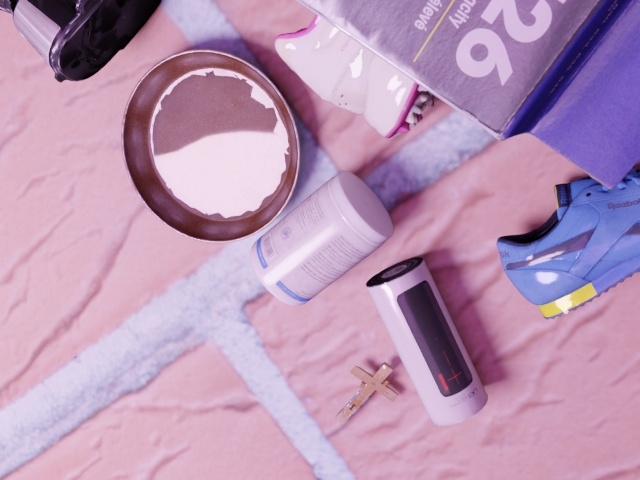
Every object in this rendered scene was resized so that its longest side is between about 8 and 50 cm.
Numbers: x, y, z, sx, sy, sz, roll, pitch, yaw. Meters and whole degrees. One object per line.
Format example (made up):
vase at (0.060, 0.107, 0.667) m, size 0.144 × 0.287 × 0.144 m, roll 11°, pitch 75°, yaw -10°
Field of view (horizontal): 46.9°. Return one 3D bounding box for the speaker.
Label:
speaker at (0.091, 0.086, 0.626) m, size 0.055 × 0.055 × 0.136 m, roll -23°, pitch 98°, yaw 22°

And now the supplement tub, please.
supplement tub at (0.000, 0.000, 0.620) m, size 0.107 × 0.071 × 0.071 m, roll -37°, pitch 92°, yaw 23°

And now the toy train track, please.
toy train track at (0.040, 0.139, 0.680) m, size 0.048 × 0.014 × 0.083 m, roll 35°, pitch 119°, yaw -3°

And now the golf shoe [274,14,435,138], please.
golf shoe at (0.062, -0.229, 0.513) m, size 0.140 × 0.115 × 0.306 m, roll 27°, pitch 111°, yaw 12°

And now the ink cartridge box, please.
ink cartridge box at (0.130, -0.216, 0.393) m, size 0.307 × 0.072 × 0.304 m, roll 34°, pitch 118°, yaw 2°

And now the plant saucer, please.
plant saucer at (-0.094, -0.082, 0.648) m, size 0.168 × 0.029 × 0.168 m, roll 5°, pitch 108°, yaw 16°

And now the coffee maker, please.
coffee maker at (-0.219, -0.245, 0.590) m, size 0.178 × 0.120 × 0.171 m, roll 37°, pitch 112°, yaw 3°

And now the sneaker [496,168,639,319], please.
sneaker at (0.227, -0.025, 0.542) m, size 0.209 × 0.069 × 0.082 m, roll -35°, pitch 89°, yaw 23°

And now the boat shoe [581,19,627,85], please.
boat shoe at (0.232, -0.237, 0.459) m, size 0.116 × 0.123 × 0.324 m, roll 7°, pitch 117°, yaw 12°
